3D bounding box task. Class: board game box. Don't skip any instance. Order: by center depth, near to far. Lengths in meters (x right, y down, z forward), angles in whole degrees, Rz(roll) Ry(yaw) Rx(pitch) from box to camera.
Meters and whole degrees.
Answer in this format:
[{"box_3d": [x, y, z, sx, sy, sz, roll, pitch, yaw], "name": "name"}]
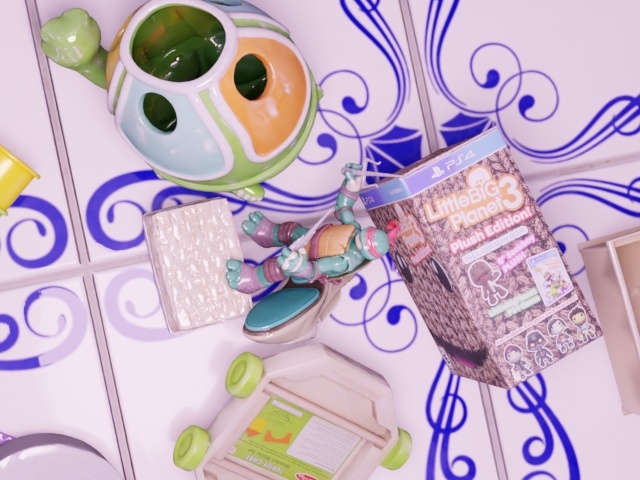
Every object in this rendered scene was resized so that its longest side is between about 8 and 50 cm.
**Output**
[{"box_3d": [0.198, 0.024, 1.416, 0.141, 0.232, 0.291, -28, 92, -11], "name": "board game box"}]

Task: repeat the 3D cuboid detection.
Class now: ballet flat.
[{"box_3d": [-0.019, 0.082, 1.396, 0.086, 0.086, 0.248, 48, 38, -6], "name": "ballet flat"}]

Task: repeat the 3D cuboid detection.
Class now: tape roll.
[{"box_3d": [-0.344, 0.354, 1.357, 0.219, 0.072, 0.219, -1, 93, -22], "name": "tape roll"}]

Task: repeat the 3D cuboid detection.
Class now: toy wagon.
[{"box_3d": [-0.057, 0.292, 1.400, 0.267, 0.068, 0.344, 31, 103, -27], "name": "toy wagon"}]

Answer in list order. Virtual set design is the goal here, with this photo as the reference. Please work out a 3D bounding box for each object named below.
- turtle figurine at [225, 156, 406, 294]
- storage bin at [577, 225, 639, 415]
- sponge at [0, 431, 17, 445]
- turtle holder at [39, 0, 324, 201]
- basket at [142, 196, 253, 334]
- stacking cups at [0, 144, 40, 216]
[{"box_3d": [0.000, 0.000, 1.312, 0.118, 0.234, 0.175, 60, 40, -22], "name": "turtle figurine"}, {"box_3d": [0.527, 0.095, 1.532, 0.260, 0.123, 0.262, -16, 90, -11], "name": "storage bin"}, {"box_3d": [-0.444, 0.340, 1.382, 0.117, 0.031, 0.210, 22, 83, -10], "name": "sponge"}, {"box_3d": [-0.161, -0.212, 1.345, 0.243, 0.227, 0.320, -42, 69, -2], "name": "turtle holder"}, {"box_3d": [-0.158, 0.031, 1.412, 0.113, 0.103, 0.167, -14, 90, -12], "name": "basket"}, {"box_3d": [-0.489, 0.009, 1.361, 0.096, 0.096, 0.316, 41, 84, -7], "name": "stacking cups"}]
